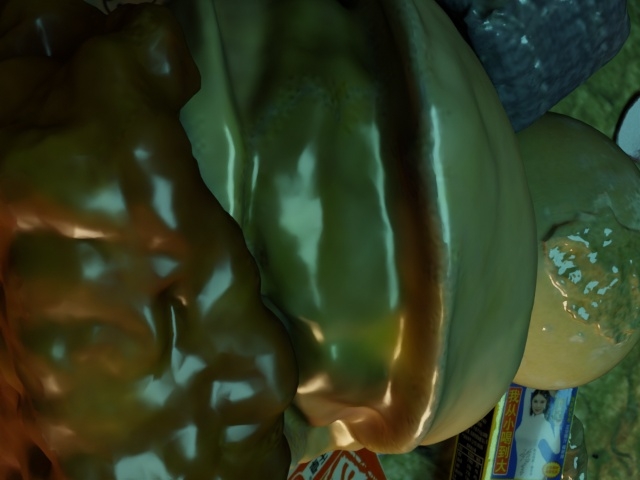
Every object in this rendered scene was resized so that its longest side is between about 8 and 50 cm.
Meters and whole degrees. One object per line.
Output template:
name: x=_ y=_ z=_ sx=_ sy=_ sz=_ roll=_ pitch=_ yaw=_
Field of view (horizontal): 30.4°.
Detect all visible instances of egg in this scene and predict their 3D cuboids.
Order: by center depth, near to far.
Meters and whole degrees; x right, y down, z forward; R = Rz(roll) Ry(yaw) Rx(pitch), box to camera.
egg: x=0.145 y=0.010 z=0.769 sx=0.164 sy=0.164 sz=0.201 roll=-31 pitch=129 yaw=-16

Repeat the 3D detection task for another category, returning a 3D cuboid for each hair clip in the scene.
hair clip: x=0.280 y=-0.073 z=0.900 sx=0.137 sy=0.022 sz=0.054 roll=18 pitch=104 yaw=-35

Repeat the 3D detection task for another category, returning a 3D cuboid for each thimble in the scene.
thimble: x=0.097 y=-0.140 z=0.684 sx=0.098 sy=0.150 sz=0.150 roll=-40 pitch=125 yaw=-10

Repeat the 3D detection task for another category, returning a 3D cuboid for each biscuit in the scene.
biscuit: x=-0.127 y=0.037 z=0.522 sx=0.111 sy=0.312 sz=0.318 roll=-28 pitch=126 yaw=-30

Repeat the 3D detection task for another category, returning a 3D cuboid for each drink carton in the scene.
drink carton: x=0.138 y=0.164 z=0.875 sx=0.071 sy=0.056 sz=0.165 roll=7 pitch=96 yaw=-26

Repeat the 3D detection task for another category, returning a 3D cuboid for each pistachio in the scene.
pistachio: x=0.000 y=0.000 z=0.613 sx=0.229 sy=0.238 sz=0.321 roll=-12 pitch=143 yaw=-7

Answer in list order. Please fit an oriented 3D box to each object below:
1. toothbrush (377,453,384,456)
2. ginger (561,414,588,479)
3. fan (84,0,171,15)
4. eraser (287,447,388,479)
toothbrush: x=0.120 y=0.133 z=0.898 sx=0.193 sy=0.013 sz=0.019 roll=-16 pitch=112 yaw=-25
ginger: x=0.168 y=0.219 z=0.947 sx=0.069 sy=0.051 sz=0.173 roll=30 pitch=87 yaw=-26
fan: x=-0.038 y=-0.204 z=0.656 sx=0.233 sy=0.012 sz=0.414 roll=36 pitch=91 yaw=-38
eraser: x=0.003 y=0.237 z=0.824 sx=0.157 sy=0.038 sz=0.230 roll=-48 pitch=130 yaw=-36
